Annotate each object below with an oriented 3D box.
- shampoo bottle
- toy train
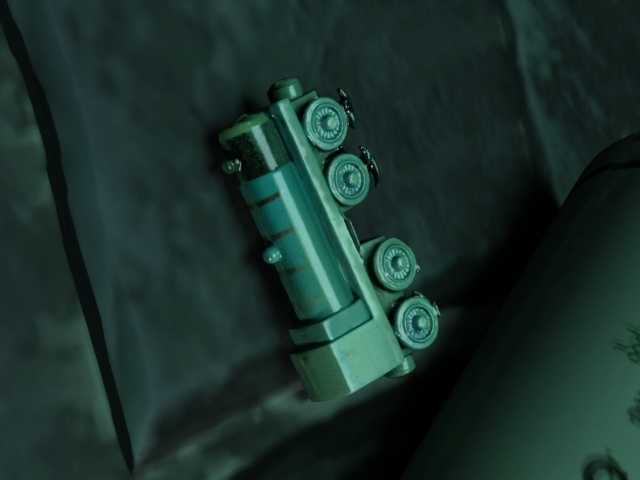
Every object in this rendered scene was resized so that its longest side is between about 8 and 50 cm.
[{"bbox_3d":[0.076,0.065,0.536,0.085,0.085,0.262,60,39,-20],"label":"shampoo bottle"},{"bbox_3d":[0.000,0.000,0.509,0.045,0.029,0.092,-28,97,-37],"label":"toy train"}]
